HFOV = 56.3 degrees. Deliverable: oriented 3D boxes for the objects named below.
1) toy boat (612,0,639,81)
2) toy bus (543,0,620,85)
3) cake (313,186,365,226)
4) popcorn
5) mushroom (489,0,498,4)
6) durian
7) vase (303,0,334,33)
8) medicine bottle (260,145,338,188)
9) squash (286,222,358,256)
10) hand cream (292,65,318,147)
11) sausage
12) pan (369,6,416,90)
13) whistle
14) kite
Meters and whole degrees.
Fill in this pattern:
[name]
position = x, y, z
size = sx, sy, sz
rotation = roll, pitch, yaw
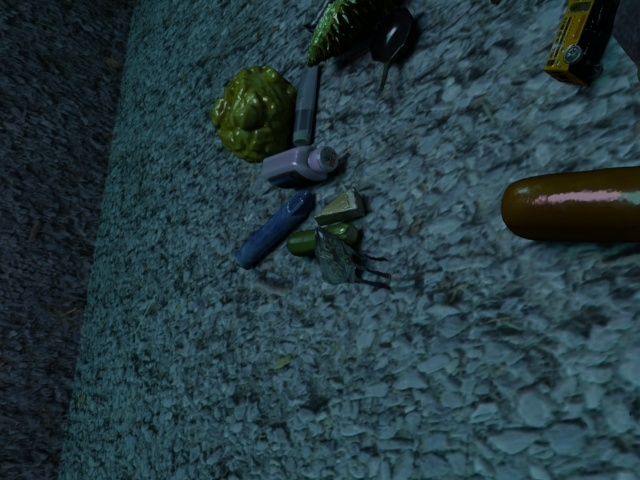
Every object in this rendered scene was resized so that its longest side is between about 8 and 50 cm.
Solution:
[toy boat]
position = 0.532, -0.316, 0.791
size = 0.276, 0.111, 0.294
rotation = -47, 51, 41
[toy bus]
position = 0.427, -0.339, 0.966
size = 0.074, 0.069, 0.162
rotation = 27, 98, 57
[cake]
position = 0.040, -0.062, 1.350
size = 0.121, 0.052, 0.065
rotation = -33, 54, 17
[popcorn]
position = -0.189, -0.337, 1.660
size = 0.242, 0.234, 0.250
rotation = 102, 176, -49
[mushroom]
position = 0.313, -0.546, 1.227
size = 0.060, 0.061, 0.187
rotation = -54, 43, 29
[durian]
position = 0.067, -0.586, 1.451
size = 0.198, 0.163, 0.394
rotation = 55, 126, 25
[vase]
position = 0.021, -0.653, 1.667
size = 0.167, 0.059, 0.059
rotation = -52, 39, 25
[medicine bottle]
position = -0.046, -0.184, 1.493
size = 0.219, 0.115, 0.078
rotation = -8, 67, 51
[squash]
position = 0.000, 0.000, 1.390
size = 0.228, 0.066, 0.066
rotation = -12, 65, 51
[hand cream]
position = -0.042, -0.375, 1.637
size = 0.079, 0.048, 0.255
rotation = -19, 57, 46
[sausage]
position = 0.385, -0.050, 0.866
size = 0.274, 0.105, 0.105
rotation = 1, 76, 53
[pan]
position = 0.160, -0.434, 1.387
size = 0.128, 0.048, 0.202
rotation = 25, 94, 56
[whistle]
position = -0.124, -0.025, 1.574
size = 0.304, 0.062, 0.062
rotation = -42, 45, 35
[kite]
position = 0.065, 0.049, 1.275
size = 0.245, 0.015, 0.141
rotation = 17, 126, 50
